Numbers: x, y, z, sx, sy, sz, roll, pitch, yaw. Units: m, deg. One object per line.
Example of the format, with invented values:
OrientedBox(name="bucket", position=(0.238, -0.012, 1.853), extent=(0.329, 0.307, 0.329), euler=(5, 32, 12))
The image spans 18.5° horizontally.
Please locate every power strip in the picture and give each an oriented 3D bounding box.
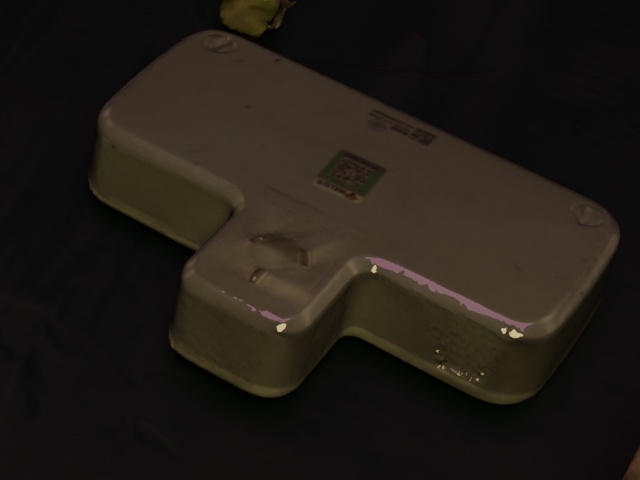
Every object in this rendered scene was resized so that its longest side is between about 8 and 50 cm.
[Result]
OrientedBox(name="power strip", position=(0.000, 0.000, 0.980), extent=(0.265, 0.059, 0.193), euler=(27, 42, 15))

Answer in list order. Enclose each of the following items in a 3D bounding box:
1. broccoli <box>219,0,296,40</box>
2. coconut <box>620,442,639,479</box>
OrientedBox(name="broccoli", position=(-0.028, -0.210, 1.165), extent=(0.122, 0.118, 0.204), euler=(19, 55, -22))
OrientedBox(name="coconut", position=(0.230, 0.112, 0.819), extent=(0.222, 0.202, 0.202), euler=(-6, 47, -18))
